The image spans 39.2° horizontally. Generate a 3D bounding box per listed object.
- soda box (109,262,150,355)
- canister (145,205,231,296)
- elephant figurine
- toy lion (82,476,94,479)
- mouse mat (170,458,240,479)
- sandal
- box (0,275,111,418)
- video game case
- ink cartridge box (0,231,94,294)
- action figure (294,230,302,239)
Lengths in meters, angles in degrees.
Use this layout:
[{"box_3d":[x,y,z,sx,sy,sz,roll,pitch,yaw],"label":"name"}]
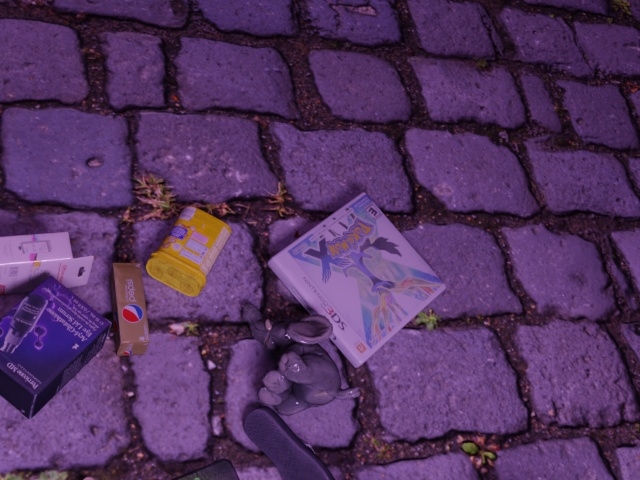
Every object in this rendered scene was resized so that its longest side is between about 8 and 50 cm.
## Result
[{"box_3d":[-0.379,0.134,1.779,0.058,0.061,0.181,0,57,-22],"label":"soda box"},{"box_3d":[-0.274,0.019,1.898,0.126,0.073,0.170,28,49,-3],"label":"canister"},{"box_3d":[-0.047,0.218,1.815,0.186,0.169,0.239,41,27,-29],"label":"elephant figurine"},{"box_3d":[-0.391,0.467,1.565,0.096,0.034,0.100,36,51,-6],"label":"toy lion"},{"box_3d":[-0.193,0.504,1.636,0.152,0.007,0.189,-17,66,-31],"label":"mouse mat"},{"box_3d":[-0.042,0.417,1.712,0.254,0.097,0.054,52,27,15],"label":"sandal"},{"box_3d":[-0.514,0.194,1.650,0.153,0.108,0.207,37,50,4],"label":"box"},{"box_3d":[0.089,0.078,2.013,0.300,0.036,0.329,49,52,5],"label":"video game case"},{"box_3d":[-0.548,0.044,1.736,0.198,0.115,0.067,-4,59,-27],"label":"ink cartridge box"},{"box_3d":[0.000,0.000,2.058,0.115,0.030,0.038,8,52,-21],"label":"action figure"}]
